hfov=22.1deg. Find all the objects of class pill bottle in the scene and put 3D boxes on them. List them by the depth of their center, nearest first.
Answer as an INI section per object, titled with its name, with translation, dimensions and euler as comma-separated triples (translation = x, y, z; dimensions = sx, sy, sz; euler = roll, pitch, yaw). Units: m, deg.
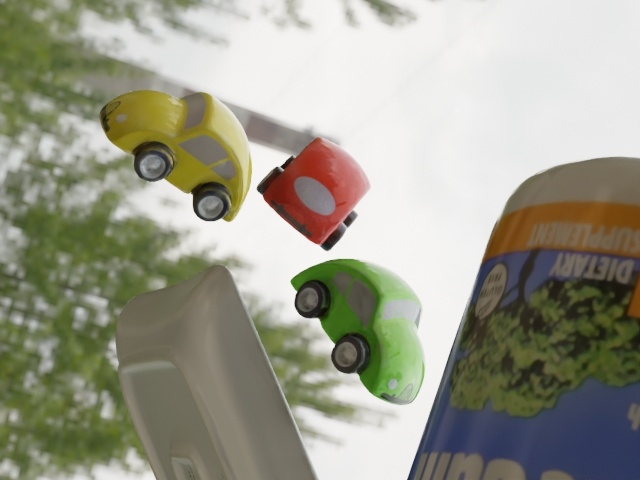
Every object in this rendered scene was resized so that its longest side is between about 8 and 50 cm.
[pill bottle]
translation = 0.081, 0.128, 0.444
dimensions = 0.152, 0.152, 0.272
euler = -14, -127, 64

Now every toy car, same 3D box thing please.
[toy car]
translation = 0.000, 0.000, 0.966
dimensions = 0.053, 0.239, 0.225
euler = -47, -121, 17

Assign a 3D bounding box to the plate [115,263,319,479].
[plate]
translation = -0.059, 0.161, 1.054
dimensions = 0.277, 0.045, 0.278
euler = 68, -20, -1
